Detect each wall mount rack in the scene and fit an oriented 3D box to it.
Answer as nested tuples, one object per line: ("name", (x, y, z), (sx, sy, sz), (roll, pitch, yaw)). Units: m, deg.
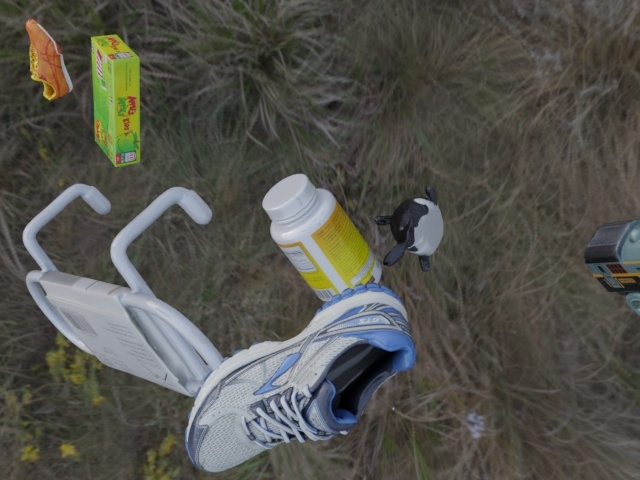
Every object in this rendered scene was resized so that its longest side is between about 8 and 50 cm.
("wall mount rack", (-0.131, 0.086, 0.806), (0.130, 0.350, 0.304), (-46, 120, -27))

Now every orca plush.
("orca plush", (0.141, -0.012, 1.469), (0.102, 0.287, 0.151), (3, 110, 18))

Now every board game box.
("board game box", (-0.320, -0.218, 1.306), (0.043, 0.181, 0.092), (-15, 42, -30))

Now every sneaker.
("sneaker", (-0.010, 0.076, 0.416), (0.135, 0.058, 0.052), (-38, 121, 3))
("sneaker", (-0.539, -0.349, 1.630), (0.067, 0.175, 0.064), (-36, 49, -25))

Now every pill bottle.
("pill bottle", (0.000, 0.000, 1.329), (0.117, 0.117, 0.215), (-38, 119, -3))

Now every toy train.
("toy train", (0.631, 0.046, 1.483), (0.190, 0.334, 0.142), (43, 71, -17))
